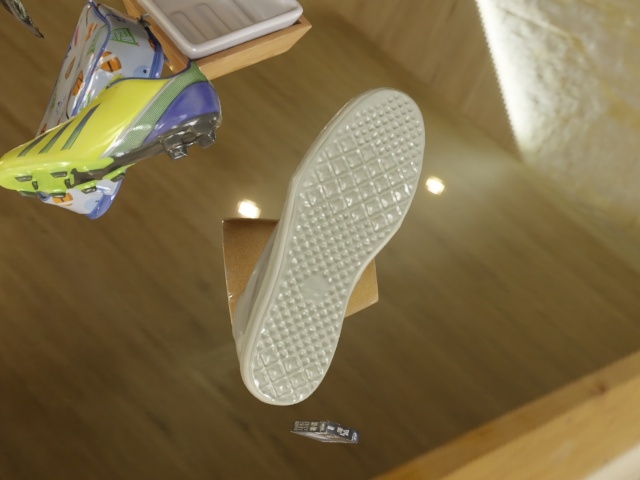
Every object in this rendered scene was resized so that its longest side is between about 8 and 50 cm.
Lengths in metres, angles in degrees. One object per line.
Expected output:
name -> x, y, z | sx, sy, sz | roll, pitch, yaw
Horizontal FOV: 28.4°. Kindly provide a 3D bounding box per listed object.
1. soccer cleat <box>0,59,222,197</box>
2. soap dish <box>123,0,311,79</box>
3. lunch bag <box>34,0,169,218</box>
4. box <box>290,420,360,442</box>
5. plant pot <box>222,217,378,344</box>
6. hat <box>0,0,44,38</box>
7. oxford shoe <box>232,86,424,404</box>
soccer cleat -> -0.265, -0.138, 1.564 | 0.093, 0.289, 0.121 | 90, 160, -75
soap dish -> -0.198, -0.417, 2.383 | 0.290, 0.118, 0.229 | -26, -118, -33
lunch bag -> -0.333, -0.202, 1.868 | 0.115, 0.303, 0.243 | 19, -166, -25
box -> 0.007, 0.285, 1.892 | 0.067, 0.018, 0.083 | 25, 159, -37
plant pot -> -0.031, 0.065, 2.213 | 0.254, 0.237, 0.237 | -6, -154, 0
hat -> -0.462, -0.327, 1.422 | 0.331, 0.134, 0.331 | 51, 175, 6
oxford shoe -> 0.000, 0.000, 1.695 | 0.169, 0.449, 0.130 | 24, 178, -20
